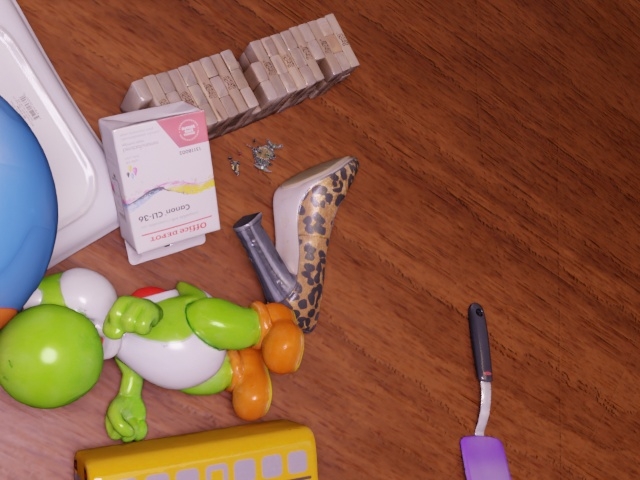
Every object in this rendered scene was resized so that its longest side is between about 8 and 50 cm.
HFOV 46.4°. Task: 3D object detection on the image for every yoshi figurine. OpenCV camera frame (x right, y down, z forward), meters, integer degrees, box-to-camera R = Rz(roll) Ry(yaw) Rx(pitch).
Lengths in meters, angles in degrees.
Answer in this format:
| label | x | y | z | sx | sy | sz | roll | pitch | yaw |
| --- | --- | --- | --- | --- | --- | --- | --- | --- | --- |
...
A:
| label | x | y | z | sx | sy | sz | roll | pitch | yaw |
| --- | --- | --- | --- | --- | --- | --- | --- | --- | --- |
| yoshi figurine | -0.208 | 0.133 | 0.846 | 0.362 | 0.203 | 0.203 | 14 | 80 | -22 |

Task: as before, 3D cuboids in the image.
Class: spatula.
| label | x | y | z | sx | sy | sz | roll | pitch | yaw |
| --- | --- | --- | --- | --- | --- | --- | --- | --- | --- |
| spatula | 0.248 | 0.239 | 1.139 | 0.084 | 0.030 | 0.296 | 10 | 71 | -25 |

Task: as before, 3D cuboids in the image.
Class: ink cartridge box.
| label | x | y | z | sx | sy | sz | roll | pitch | yaw |
| --- | --- | --- | --- | --- | --- | --- | --- | --- | --- |
| ink cartridge box | -0.193 | -0.061 | 0.928 | 0.115 | 0.067 | 0.198 | -18 | 119 | -26 |

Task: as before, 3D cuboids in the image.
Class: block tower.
| label | x | y | z | sx | sy | sz | roll | pitch | yaw |
| --- | --- | --- | --- | --- | --- | --- | --- | --- | --- |
| block tower | -0.107 | -0.218 | 1.060 | 0.335 | 0.091 | 0.097 | -27 | 87 | -29 |

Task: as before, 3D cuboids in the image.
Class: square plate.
| label | x | y | z | sx | sy | sz | roll | pitch | yaw |
| --- | --- | --- | --- | --- | --- | --- | --- | --- | --- |
| square plate | -0.423 | -0.096 | 0.848 | 0.344 | 0.049 | 0.347 | -37 | 107 | -28 |

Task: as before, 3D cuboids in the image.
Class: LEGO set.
| label | x | y | z | sx | sy | sz | roll | pitch | yaw |
| --- | --- | --- | --- | --- | --- | --- | --- | --- | --- |
| LEGO set | -0.093 | -0.120 | 1.082 | 0.083 | 0.023 | 0.054 | -6 | 76 | -15 |

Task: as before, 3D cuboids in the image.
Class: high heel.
| label | x | y | z | sx | sy | sz | roll | pitch | yaw |
| --- | --- | --- | --- | --- | --- | --- | --- | --- | --- |
| high heel | 0.000 | 0.000 | 1.071 | 0.261 | 0.093 | 0.186 | -40 | 113 | -38 |

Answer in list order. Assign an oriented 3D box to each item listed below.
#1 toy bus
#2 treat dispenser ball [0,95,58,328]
| label | x | y | z | sx | sy | sz | roll | pitch | yaw |
| --- | --- | --- | --- | --- | --- | --- | --- | --- | --- |
| toy bus | -0.171 | 0.296 | 0.854 | 0.333 | 0.108 | 0.130 | -2 | 88 | -27 |
| treat dispenser ball | -0.386 | -0.026 | 0.667 | 0.288 | 0.288 | 0.288 | 8 | 72 | -25 |
